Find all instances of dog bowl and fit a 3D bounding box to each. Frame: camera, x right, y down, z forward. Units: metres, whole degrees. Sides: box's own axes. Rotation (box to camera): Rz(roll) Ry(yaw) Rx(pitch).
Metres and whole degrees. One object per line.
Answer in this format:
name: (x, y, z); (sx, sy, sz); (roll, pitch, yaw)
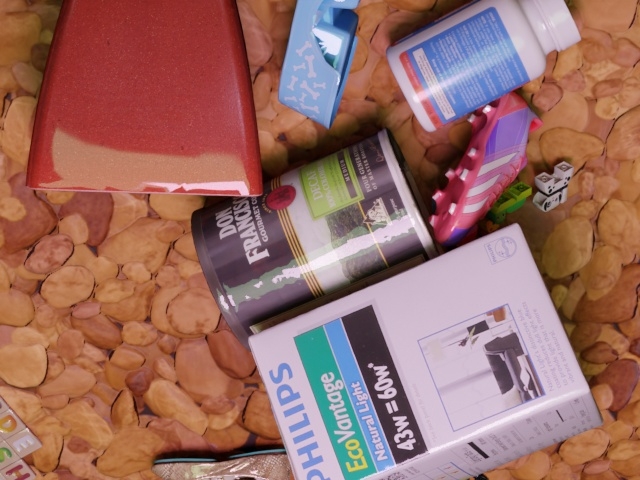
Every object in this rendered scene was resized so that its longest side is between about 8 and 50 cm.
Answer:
dog bowl: (0.014, -0.284, 1.627); (0.074, 0.166, 0.297); (16, 115, 2)

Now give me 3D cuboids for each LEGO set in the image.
LEGO set: (0.225, -0.033, 1.786); (0.227, 0.087, 0.093); (-28, 135, -28)

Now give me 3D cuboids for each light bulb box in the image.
light bulb box: (0.148, 0.185, 1.731); (0.361, 0.358, 0.225); (-23, 71, 7)

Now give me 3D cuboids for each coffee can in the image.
coffee can: (0.000, 0.000, 1.738); (0.275, 0.201, 0.201); (-23, 115, 7)

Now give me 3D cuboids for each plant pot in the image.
plant pot: (-0.200, -0.197, 1.612); (0.267, 0.267, 0.235); (2, 103, -4)

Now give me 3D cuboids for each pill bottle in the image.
pill bottle: (0.203, -0.236, 1.675); (0.221, 0.124, 0.124); (-27, 115, 11)

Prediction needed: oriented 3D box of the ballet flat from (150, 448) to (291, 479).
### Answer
ballet flat: (-0.143, 0.345, 1.966); (0.206, 0.073, 0.067); (-6, 75, 1)

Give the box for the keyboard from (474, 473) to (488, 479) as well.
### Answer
keyboard: (0.202, 0.370, 2.013); (0.108, 0.023, 0.180); (-29, 124, -14)

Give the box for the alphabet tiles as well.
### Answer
alphabet tiles: (-0.529, 0.287, 1.955); (0.198, 0.009, 0.237); (-30, 114, 11)

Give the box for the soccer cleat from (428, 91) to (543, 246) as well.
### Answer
soccer cleat: (0.213, -0.087, 1.702); (0.095, 0.248, 0.083); (32, 148, -15)
